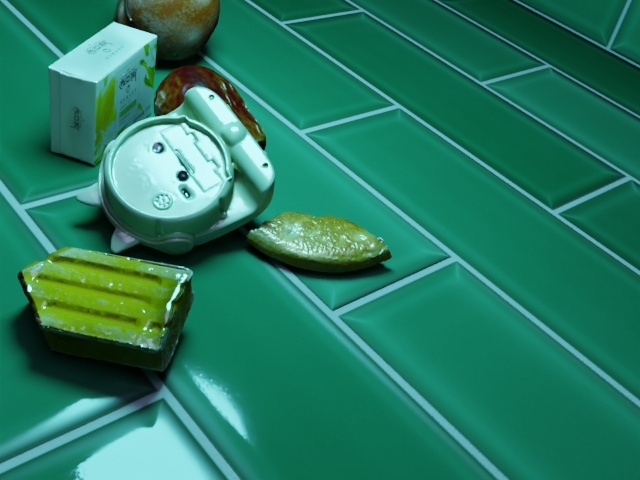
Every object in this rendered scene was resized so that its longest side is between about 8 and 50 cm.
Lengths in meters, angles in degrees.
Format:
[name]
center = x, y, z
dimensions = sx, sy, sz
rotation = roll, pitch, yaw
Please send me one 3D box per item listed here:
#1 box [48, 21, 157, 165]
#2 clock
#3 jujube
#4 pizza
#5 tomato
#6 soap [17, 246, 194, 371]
[box]
center = -0.443, -0.304, 1.630
dimensions = 0.111, 0.194, 0.260
rotation = 20, 39, 8
[clock]
center = -0.266, -0.110, 1.440
dimensions = 0.324, 0.108, 0.265
rotation = -33, 74, -21
[jujube]
center = -0.226, -0.249, 1.649
dimensions = 0.255, 0.190, 0.190
rotation = 37, 43, 16
[pizza]
center = -0.003, 0.004, 1.488
dimensions = 0.271, 0.056, 0.134
rotation = 0, 42, -15
[tomato]
center = -0.368, -0.569, 1.946
dimensions = 0.265, 0.265, 0.265
rotation = 9, 38, -7
[soap]
center = -0.338, 0.098, 1.217
dimensions = 0.257, 0.080, 0.160
rotation = 10, 47, 7
